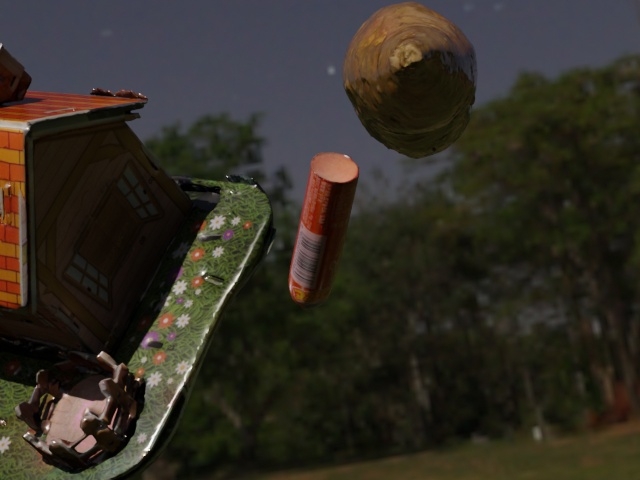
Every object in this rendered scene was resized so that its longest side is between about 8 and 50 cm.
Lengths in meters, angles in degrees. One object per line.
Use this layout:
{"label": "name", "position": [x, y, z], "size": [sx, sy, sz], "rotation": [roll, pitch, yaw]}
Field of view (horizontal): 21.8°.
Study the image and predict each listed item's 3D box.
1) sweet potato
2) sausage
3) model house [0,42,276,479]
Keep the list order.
{"label": "sweet potato", "position": [0.079, -0.154, 1.479], "size": [0.131, 0.131, 0.336], "rotation": [-10, -6, 2]}
{"label": "sausage", "position": [0.000, 0.000, 1.121], "size": [0.034, 0.034, 0.129], "rotation": [-7, -46, -20]}
{"label": "model house", "position": [-0.199, 0.001, 0.900], "size": [0.294, 0.207, 0.154], "rotation": [8, -30, 37]}
